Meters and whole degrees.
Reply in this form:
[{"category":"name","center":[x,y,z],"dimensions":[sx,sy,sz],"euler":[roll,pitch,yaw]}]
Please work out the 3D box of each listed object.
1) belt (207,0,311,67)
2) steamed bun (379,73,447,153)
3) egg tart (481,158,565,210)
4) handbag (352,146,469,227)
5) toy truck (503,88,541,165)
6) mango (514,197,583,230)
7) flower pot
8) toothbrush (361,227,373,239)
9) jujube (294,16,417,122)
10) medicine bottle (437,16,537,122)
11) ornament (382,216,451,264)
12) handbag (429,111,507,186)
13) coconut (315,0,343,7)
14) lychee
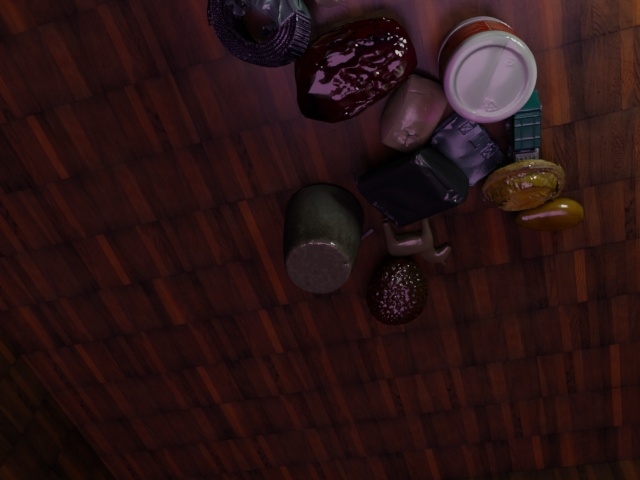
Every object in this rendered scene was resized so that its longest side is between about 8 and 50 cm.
[{"category":"belt","center":[-0.173,-0.640,1.608],"dimensions":[0.325,0.122,0.260],"euler":[45,115,16]},{"category":"steamed bun","center":[0.291,-0.384,1.775],"dimensions":[0.169,0.153,0.239],"euler":[22,125,-9]},{"category":"egg tart","center":[0.654,-0.159,1.842],"dimensions":[0.290,0.107,0.291],"euler":[-1,158,0]},{"category":"handbag","center":[0.295,-0.201,1.855],"dimensions":[0.275,0.178,0.301],"euler":[42,141,-24]},{"category":"toy truck","center":[0.642,-0.347,1.786],"dimensions":[0.114,0.124,0.254],"euler":[-5,120,12]},{"category":"mango","center":[0.781,-0.085,1.940],"dimensions":[0.227,0.099,0.136],"euler":[-7,152,8]},{"category":"flower pot","center":[0.000,0.000,1.947],"dimensions":[0.293,0.330,0.294],"euler":[3,121,5]},{"category":"toothbrush","center":[0.127,0.016,2.128],"dimensions":[0.014,0.017,0.194],"euler":[37,116,-23]},{"category":"jujube","center":[0.089,-0.504,1.674],"dimensions":[0.376,0.258,0.258],"euler":[-28,117,7]},{"category":"medicine bottle","center":[0.472,-0.494,1.635],"dimensions":[0.252,0.241,0.253],"euler":[3,123,5]},{"category":"ornament","center":[0.357,0.005,2.072],"dimensions":[0.230,0.061,0.245],"euler":[-12,123,10]},{"category":"handbag","center":[0.484,-0.311,1.861],"dimensions":[0.229,0.062,0.179],"euler":[41,114,-19]},{"category":"coconut","center":[0.019,-0.746,1.569],"dimensions":[0.161,0.161,0.162],"euler":[-31,123,22]},{"category":"lychee","center":[0.285,0.190,2.101],"dimensions":[0.235,0.236,0.271],"euler":[6,123,2]}]
